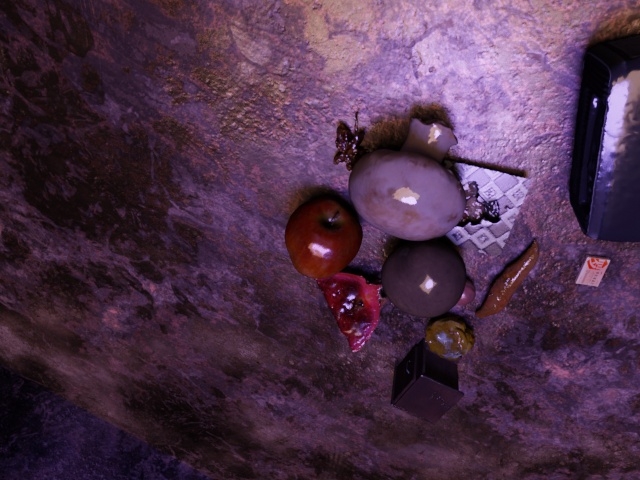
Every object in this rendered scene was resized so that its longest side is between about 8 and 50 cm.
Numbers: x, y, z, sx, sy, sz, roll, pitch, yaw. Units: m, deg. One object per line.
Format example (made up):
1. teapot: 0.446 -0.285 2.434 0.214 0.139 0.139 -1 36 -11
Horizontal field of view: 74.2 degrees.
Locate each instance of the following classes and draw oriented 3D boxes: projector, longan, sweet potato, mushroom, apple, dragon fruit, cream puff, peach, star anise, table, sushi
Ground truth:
1. projector: 0.750 -0.213 0.852 0.404 0.242 0.395 -2 123 19
2. longan: 0.288 0.102 1.191 0.248 0.248 0.248 7 123 11
3. sweet potato: 0.540 0.129 1.233 0.072 0.066 0.315 -5 130 -31
4. mushroom: 0.226 -0.152 1.047 0.297 0.297 0.290 24 85 -1
5. apple: 0.000 0.000 1.211 0.229 0.230 0.230 7 123 11
6. dragon fruit: 0.128 0.198 1.350 0.211 0.134 0.262 -28 76 14
7. cream puff: 0.421 0.306 1.361 0.146 0.116 0.146 11 108 37
8. peach: 0.423 0.154 1.272 0.083 0.083 0.083 7 123 11
9. star anise: 0.082 -0.258 1.104 0.097 0.070 0.191 20 138 15
10. table: 0.360 0.476 1.443 0.172 0.169 0.193 26 126 -2
11. sushi: 0.411 -0.091 1.141 0.219 0.047 0.232 16 121 11

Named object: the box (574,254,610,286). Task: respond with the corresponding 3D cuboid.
1. box: 0.755 0.084 1.175 0.058 0.015 0.093 9 125 12
